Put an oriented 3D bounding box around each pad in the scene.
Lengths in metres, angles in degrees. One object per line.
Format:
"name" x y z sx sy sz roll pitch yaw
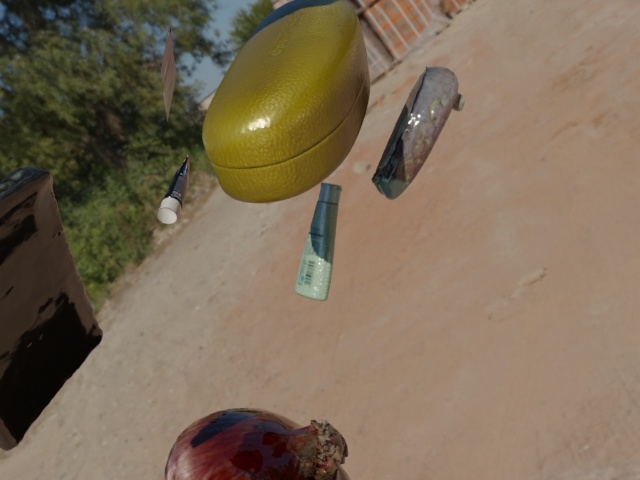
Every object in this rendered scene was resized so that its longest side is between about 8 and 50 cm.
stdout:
"pad" -0.306 -0.340 1.372 0.188 0.006 0.113 -107 30 -42

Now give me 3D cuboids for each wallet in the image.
"wallet" -0.259 0.069 0.581 0.146 0.030 0.285 -50 -18 -33

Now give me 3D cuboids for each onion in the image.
"onion" -0.055 0.376 1.018 0.285 0.347 0.347 -49 11 14

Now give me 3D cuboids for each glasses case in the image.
"glasses case" -0.029 -0.208 0.885 0.173 0.141 0.371 -2 40 15

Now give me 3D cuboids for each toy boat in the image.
"toy boat" 0.164 -0.169 1.104 0.155 0.085 0.227 -85 19 -83

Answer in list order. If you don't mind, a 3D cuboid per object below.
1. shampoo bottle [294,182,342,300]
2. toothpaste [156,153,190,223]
"shampoo bottle" 0.000 0.000 1.116 0.069 0.041 0.191 15 96 48
"toothpaste" -0.314 -0.111 1.502 0.193 0.045 0.071 -82 -2 -49
